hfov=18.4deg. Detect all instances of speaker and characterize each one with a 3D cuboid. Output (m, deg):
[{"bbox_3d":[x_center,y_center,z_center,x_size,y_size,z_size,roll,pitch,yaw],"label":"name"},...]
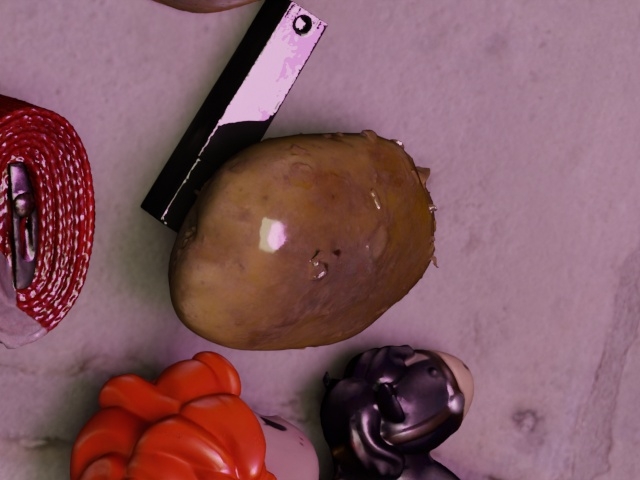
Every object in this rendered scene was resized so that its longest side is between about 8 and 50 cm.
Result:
[{"bbox_3d":[-0.074,-0.104,1.694,0.044,0.082,0.218,31,90,-19],"label":"speaker"}]

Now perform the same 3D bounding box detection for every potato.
[{"bbox_3d":[0.000,0.000,1.667,0.296,0.141,0.191,-13,125,-49],"label":"potato"}]

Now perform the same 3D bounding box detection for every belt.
[{"bbox_3d":[-0.268,-0.021,1.632,0.128,0.124,0.201,-6,106,-35],"label":"belt"}]

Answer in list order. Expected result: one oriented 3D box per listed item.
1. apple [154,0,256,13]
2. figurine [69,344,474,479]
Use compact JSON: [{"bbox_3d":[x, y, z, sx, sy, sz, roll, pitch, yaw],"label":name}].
[{"bbox_3d":[-0.117,-0.298,1.636,0.193,0.120,0.265,-29,104,1],"label":"apple"},{"bbox_3d":[-0.008,0.234,1.711,0.412,0.241,0.306,-9,110,-25],"label":"figurine"}]
